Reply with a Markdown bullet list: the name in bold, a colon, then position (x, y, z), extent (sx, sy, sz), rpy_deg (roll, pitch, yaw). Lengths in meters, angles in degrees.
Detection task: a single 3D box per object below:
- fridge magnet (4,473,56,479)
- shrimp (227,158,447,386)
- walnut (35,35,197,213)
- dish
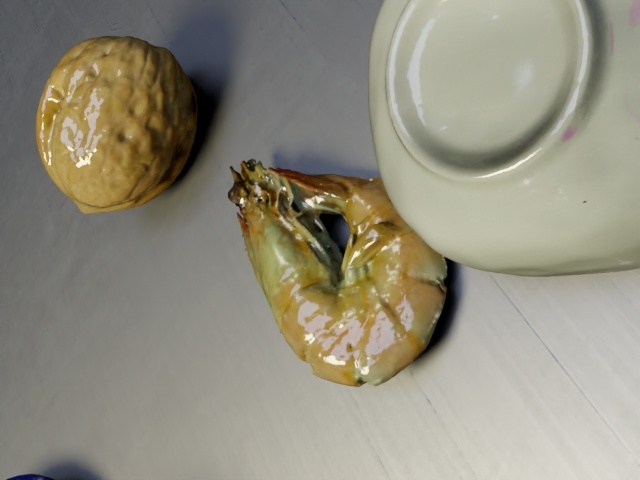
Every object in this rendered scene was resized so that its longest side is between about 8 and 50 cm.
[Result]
- **fridge magnet**: position (-0.302, 0.357, 0.763), extent (0.265, 0.112, 0.266), rpy_deg (-14, 64, 31)
- **shrimp**: position (0.000, 0.000, 0.643), extent (0.145, 0.061, 0.267), rpy_deg (-50, 44, 7)
- **walnut**: position (-0.205, -0.114, 0.813), extent (0.155, 0.155, 0.184), rpy_deg (18, 91, 45)
- **dish**: position (0.124, -0.095, 0.482), extent (0.256, 0.117, 0.256), rpy_deg (-1, 89, 42)
